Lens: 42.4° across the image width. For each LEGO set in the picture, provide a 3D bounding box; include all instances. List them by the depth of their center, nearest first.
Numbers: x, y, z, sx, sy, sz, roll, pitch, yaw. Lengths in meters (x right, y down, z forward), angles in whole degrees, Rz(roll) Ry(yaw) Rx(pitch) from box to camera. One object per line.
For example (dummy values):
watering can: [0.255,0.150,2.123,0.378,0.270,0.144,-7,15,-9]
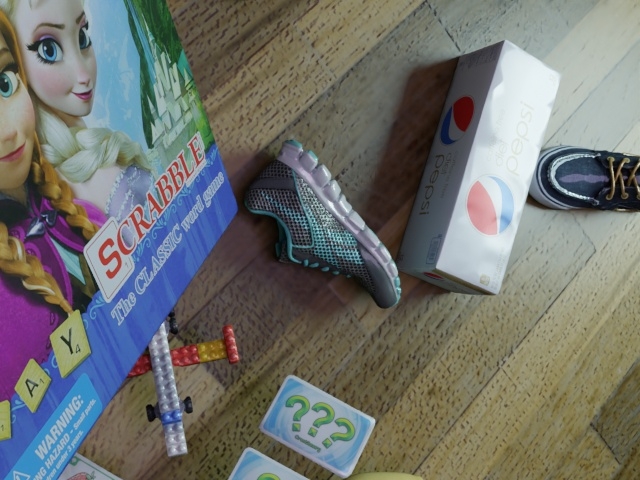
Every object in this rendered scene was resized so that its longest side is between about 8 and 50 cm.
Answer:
LEGO set: [-0.102,0.139,0.579,0.244,0.060,0.183,29,64,6]

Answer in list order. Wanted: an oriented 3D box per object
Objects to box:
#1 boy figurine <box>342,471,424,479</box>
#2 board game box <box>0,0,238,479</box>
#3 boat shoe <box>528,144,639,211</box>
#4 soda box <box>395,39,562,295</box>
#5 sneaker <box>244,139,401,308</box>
boy figurine: [0.042,0.265,0.675,0.285,0.092,0.177,39,82,-23]
board game box: [-0.172,-0.062,0.438,0.319,0.065,0.318,-64,145,-50]
boat shoe: [0.295,-0.062,0.809,0.183,0.083,0.065,3,88,-26]
soda box: [0.142,-0.063,0.742,0.073,0.069,0.216,23,80,-24]
sneaker: [0.000,0.000,0.683,0.076,0.065,0.166,-40,104,-4]
